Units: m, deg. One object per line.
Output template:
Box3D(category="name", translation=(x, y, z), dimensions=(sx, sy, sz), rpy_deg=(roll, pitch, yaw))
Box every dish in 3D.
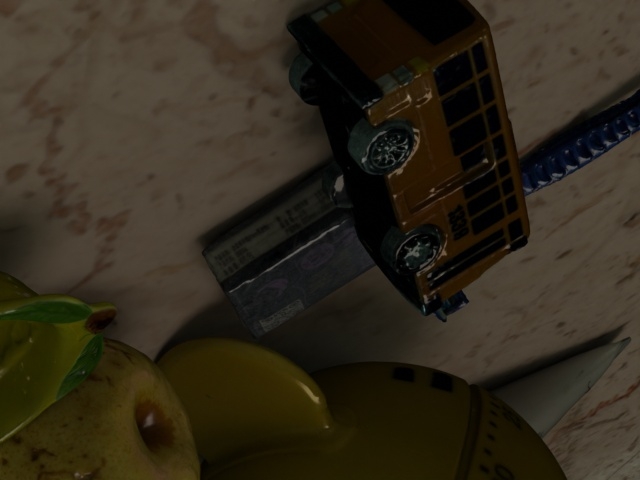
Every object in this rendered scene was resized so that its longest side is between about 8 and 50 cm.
Box3D(category="dish", translation=(-0.227, 0.064, 0.964), dimensions=(0.207, 0.080, 0.149), rpy_deg=(-27, 150, -9))

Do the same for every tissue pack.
Box3D(category="tissue pack", translation=(0.000, 0.000, 1.148), dimensions=(0.156, 0.051, 0.112), rpy_deg=(-32, 157, -4))

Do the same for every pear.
Box3D(category="pear", translation=(-0.170, 0.152, 1.088), dimensions=(0.178, 0.178, 0.178), rpy_deg=(-26, 154, -14))

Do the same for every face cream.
Box3D(category="face cream", translation=(0.196, 0.187, 1.684), dimensions=(0.314, 0.089, 0.143), rpy_deg=(-25, 156, -42))

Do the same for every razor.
Box3D(category="razor", translation=(0.195, -0.069, 1.259), dimensions=(0.324, 0.093, 0.056), rpy_deg=(-35, -165, -6))

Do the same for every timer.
Box3D(category="timer", translation=(0.011, 0.243, 1.316), dimensions=(0.376, 0.387, 0.376), rpy_deg=(-64, 180, 1))

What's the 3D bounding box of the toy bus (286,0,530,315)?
Box3D(category="toy bus", translation=(0.061, -0.061, 1.006), dimensions=(0.114, 0.098, 0.201), rpy_deg=(-31, 137, -10))
